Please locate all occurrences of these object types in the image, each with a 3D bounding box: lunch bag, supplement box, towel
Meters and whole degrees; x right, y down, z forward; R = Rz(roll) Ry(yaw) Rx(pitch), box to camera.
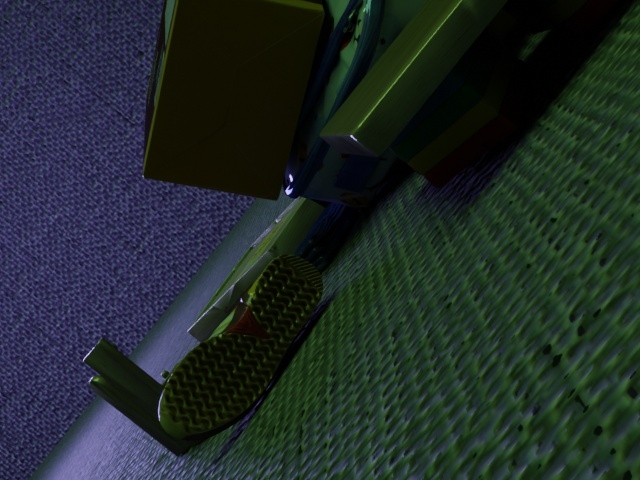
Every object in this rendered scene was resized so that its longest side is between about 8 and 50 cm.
[{"bbox_3d":[0.044,-0.179,1.244,0.303,0.114,0.243,118,161,-55],"label":"lunch bag"},{"bbox_3d":[-0.088,-0.173,1.285,0.194,0.129,0.191,-101,23,-60],"label":"supplement box"},{"bbox_3d":[0.000,0.000,1.321,0.067,0.029,0.119,-48,6,35],"label":"towel"}]

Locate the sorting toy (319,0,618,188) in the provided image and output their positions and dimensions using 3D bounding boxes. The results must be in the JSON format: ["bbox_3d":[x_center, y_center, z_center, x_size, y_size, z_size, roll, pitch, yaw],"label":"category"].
[{"bbox_3d":[0.122,-0.147,0.970,0.257,0.089,0.255,-51,6,0],"label":"sorting toy"}]

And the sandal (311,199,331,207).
[{"bbox_3d":[0.006,-0.159,1.579,0.107,0.167,0.446,-43,9,29],"label":"sandal"}]

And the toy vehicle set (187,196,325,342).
[{"bbox_3d":[-0.062,0.019,1.661,0.166,0.035,0.267,-55,7,-35],"label":"toy vehicle set"}]

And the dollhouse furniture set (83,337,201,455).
[{"bbox_3d":[-0.128,0.096,1.239,0.151,0.123,0.144,-54,6,-29],"label":"dollhouse furniture set"}]

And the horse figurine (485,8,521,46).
[{"bbox_3d":[0.174,-0.225,1.192,0.263,0.066,0.174,-55,6,28],"label":"horse figurine"}]

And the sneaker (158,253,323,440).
[{"bbox_3d":[-0.065,0.096,1.084,0.185,0.069,0.084,-47,-6,-31],"label":"sneaker"}]
